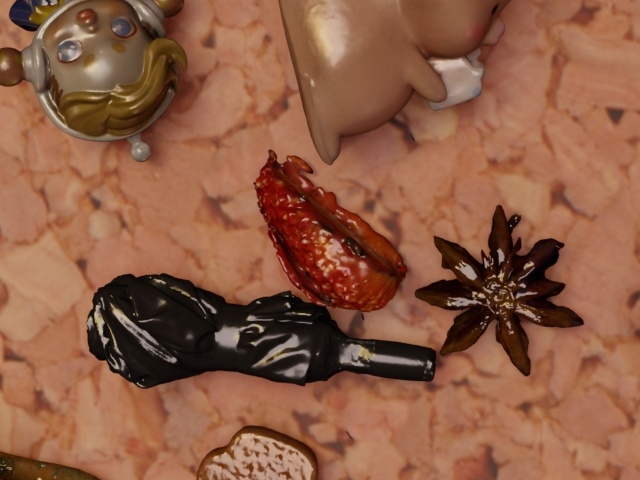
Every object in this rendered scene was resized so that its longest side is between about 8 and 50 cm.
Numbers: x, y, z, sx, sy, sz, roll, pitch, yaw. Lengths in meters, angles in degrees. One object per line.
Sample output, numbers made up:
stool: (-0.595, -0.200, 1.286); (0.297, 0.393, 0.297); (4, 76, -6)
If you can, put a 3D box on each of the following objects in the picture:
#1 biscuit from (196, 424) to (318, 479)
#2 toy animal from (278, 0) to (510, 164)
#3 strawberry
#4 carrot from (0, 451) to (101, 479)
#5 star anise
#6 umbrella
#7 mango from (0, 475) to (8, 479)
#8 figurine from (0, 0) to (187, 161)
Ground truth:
biscuit: (-0.092, 0.346, 1.361); (0.202, 0.047, 0.334); (19, 92, 7)
toy animal: (0.076, -0.219, 1.297); (0.256, 0.195, 0.213); (-24, 101, 3)
strawberry: (0.000, 0.000, 1.345); (0.188, 0.121, 0.082); (45, 107, 23)
carrot: (-0.323, 0.227, 1.401); (0.254, 0.049, 0.049); (18, 89, 12)
star anise: (0.172, 0.053, 1.336); (0.168, 0.057, 0.168); (-1, 86, 7)
umbrella: (-0.058, 0.099, 1.343); (0.340, 0.118, 0.118); (9, 88, 3)
mango: (-0.323, 0.397, 1.288); (0.445, 0.232, 0.300); (45, 109, 8)
figurine: (-0.251, -0.211, 1.374); (0.274, 0.133, 0.194); (37, 69, 13)
